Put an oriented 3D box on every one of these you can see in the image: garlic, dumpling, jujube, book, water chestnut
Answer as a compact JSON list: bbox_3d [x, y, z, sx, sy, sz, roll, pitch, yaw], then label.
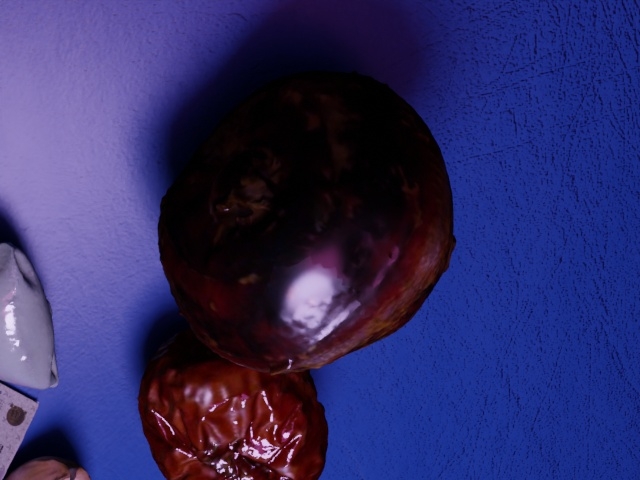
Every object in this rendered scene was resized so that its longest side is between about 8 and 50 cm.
[{"bbox_3d":[-0.341,0.329,1.542,0.115,0.128,0.207,27,104,18],"label":"garlic"},{"bbox_3d":[-0.366,0.087,1.437,0.105,0.149,0.217,-49,135,-38],"label":"dumpling"},{"bbox_3d":[-0.103,0.211,1.518,0.213,0.213,0.232,-21,113,-8],"label":"jujube"},{"bbox_3d":[-0.415,0.240,1.475,0.127,0.014,0.182,36,67,-28],"label":"book"},{"bbox_3d":[0.000,0.000,1.384,0.350,0.350,0.302,-49,130,7],"label":"water chestnut"}]
